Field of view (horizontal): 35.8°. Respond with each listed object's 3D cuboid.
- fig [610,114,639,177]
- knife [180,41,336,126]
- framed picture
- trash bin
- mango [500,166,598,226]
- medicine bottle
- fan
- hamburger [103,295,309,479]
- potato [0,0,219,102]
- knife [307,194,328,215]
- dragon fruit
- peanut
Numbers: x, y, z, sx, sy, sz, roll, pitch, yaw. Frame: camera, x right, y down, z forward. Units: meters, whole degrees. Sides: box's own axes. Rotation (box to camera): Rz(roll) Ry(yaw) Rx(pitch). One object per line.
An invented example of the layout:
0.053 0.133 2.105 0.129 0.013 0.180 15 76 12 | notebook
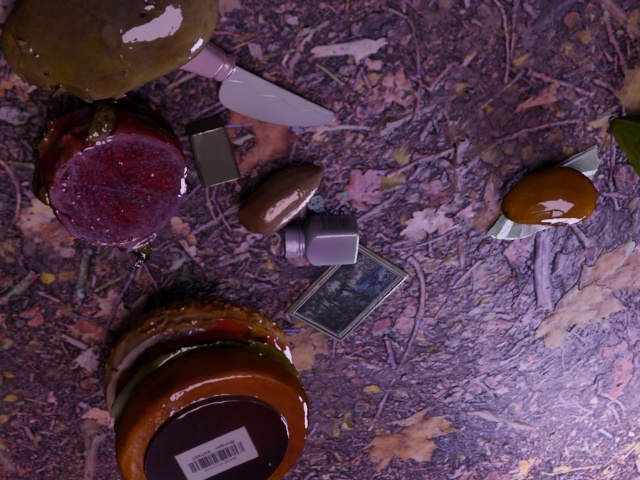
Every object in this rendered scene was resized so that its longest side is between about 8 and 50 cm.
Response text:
0.609 -0.139 1.641 0.234 0.167 0.167 7 124 -32 | fig
-0.116 -0.218 1.402 0.336 0.043 0.081 26 120 -36 | knife
0.048 0.094 1.720 0.142 0.011 0.183 32 112 -35 | framed picture
-0.158 -0.132 1.453 0.061 0.043 0.092 -16 127 -6 | trash bin
0.387 -0.069 1.653 0.159 0.084 0.105 -10 123 -14 | mango
0.000 0.000 1.592 0.118 0.055 0.074 -4 138 -6 | medicine bottle
0.393 -0.074 1.714 0.240 0.009 0.131 -41 131 14 | fan
-0.187 0.256 1.610 0.330 0.250 0.330 -11 126 -15 | hamburger
-0.261 -0.278 1.225 0.296 0.141 0.191 -24 97 14 | potato
0.006 -0.037 1.604 0.027 0.010 0.096 -27 131 5 | knife
-0.292 -0.096 1.374 0.211 0.147 0.282 -17 139 -11 | dragon fruit
-0.058 -0.066 1.517 0.152 0.076 0.076 -36 130 4 | peanut
